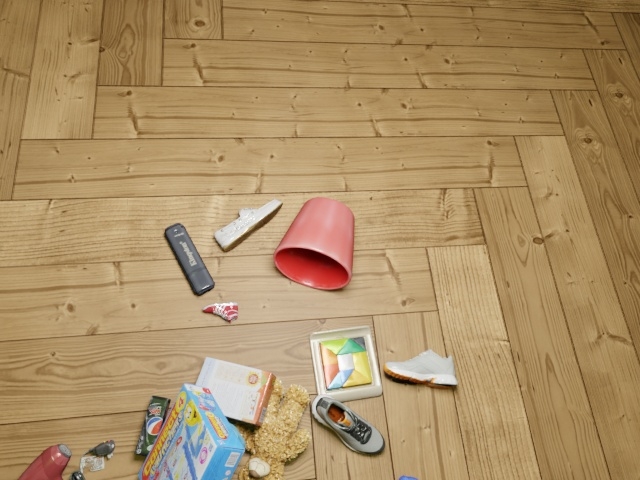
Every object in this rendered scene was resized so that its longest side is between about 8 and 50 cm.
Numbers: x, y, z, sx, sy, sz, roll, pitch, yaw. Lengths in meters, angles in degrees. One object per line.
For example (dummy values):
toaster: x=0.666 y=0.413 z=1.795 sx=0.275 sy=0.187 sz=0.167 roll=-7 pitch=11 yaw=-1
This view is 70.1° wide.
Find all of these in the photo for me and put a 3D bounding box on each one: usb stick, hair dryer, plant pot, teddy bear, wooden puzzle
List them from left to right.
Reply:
hair dryer: x=-0.743 y=0.700 z=1.302 sx=0.293 sy=0.080 sz=0.223 roll=-2 pitch=70 yaw=-9
usb stick: x=-0.461 y=0.064 z=1.603 sx=0.077 sy=0.045 sz=0.278 roll=-28 pitch=75 yaw=-16
teddy bear: x=-0.150 y=0.598 z=1.409 sx=0.245 sy=0.113 sz=0.338 roll=32 pitch=68 yaw=7
plant pot: x=0.000 y=0.000 z=1.590 sx=0.275 sy=0.275 sz=0.243 roll=18 pitch=59 yaw=-1
wooden puzzle: x=0.086 y=0.417 z=1.546 sx=0.221 sy=0.044 sz=0.238 roll=-5 pitch=70 yaw=-10

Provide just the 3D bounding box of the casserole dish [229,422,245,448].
casserole dish: x=-0.285 y=0.625 z=1.367 sx=0.114 sy=0.188 sz=0.037 roll=43 pitch=24 yaw=25

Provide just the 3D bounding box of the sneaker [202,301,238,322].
sneaker: x=-0.338 y=0.249 z=1.551 sx=0.118 sy=0.042 sz=0.067 roll=-6 pitch=67 yaw=-12

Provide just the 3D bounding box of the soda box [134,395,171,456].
soda box: x=-0.511 y=0.566 z=1.396 sx=0.053 sy=0.060 sz=0.169 roll=12 pitch=68 yaw=-4

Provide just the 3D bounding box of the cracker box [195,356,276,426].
cracker box: x=-0.272 y=0.468 z=1.421 sx=0.232 sy=0.067 sz=0.155 roll=9 pitch=62 yaw=17

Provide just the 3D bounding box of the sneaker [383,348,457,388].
sneaker: x=0.338 y=0.428 z=1.560 sx=0.262 sy=0.099 sz=0.121 roll=12 pitch=60 yaw=-11

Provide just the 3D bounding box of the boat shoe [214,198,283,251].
boat shoe: x=-0.263 y=-0.079 z=1.657 sx=0.277 sy=0.098 sz=0.096 roll=-38 pitch=79 yaw=-18

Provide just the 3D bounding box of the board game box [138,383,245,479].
board game box: x=-0.359 y=0.603 z=1.233 sx=0.086 sy=0.302 sz=0.308 roll=27 pitch=89 yaw=-35

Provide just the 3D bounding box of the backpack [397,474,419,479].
backpack: x=0.260 y=0.787 z=1.401 sx=0.101 sy=0.098 sz=0.120 roll=18 pitch=69 yaw=3

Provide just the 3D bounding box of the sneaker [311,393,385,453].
sneaker: x=0.094 y=0.589 z=1.439 sx=0.271 sy=0.108 sz=0.100 roll=37 pitch=68 yaw=-7
